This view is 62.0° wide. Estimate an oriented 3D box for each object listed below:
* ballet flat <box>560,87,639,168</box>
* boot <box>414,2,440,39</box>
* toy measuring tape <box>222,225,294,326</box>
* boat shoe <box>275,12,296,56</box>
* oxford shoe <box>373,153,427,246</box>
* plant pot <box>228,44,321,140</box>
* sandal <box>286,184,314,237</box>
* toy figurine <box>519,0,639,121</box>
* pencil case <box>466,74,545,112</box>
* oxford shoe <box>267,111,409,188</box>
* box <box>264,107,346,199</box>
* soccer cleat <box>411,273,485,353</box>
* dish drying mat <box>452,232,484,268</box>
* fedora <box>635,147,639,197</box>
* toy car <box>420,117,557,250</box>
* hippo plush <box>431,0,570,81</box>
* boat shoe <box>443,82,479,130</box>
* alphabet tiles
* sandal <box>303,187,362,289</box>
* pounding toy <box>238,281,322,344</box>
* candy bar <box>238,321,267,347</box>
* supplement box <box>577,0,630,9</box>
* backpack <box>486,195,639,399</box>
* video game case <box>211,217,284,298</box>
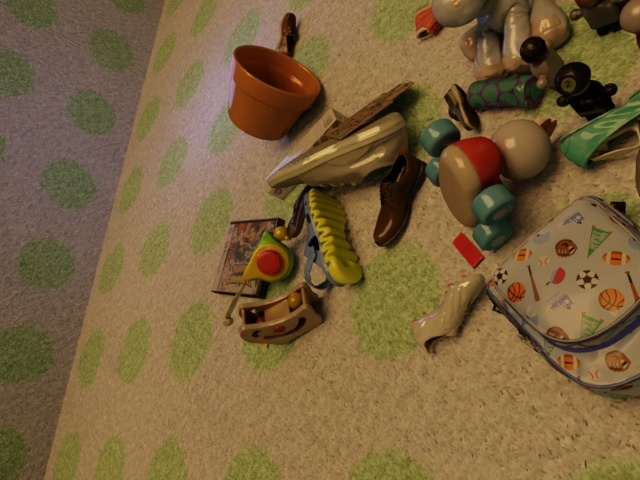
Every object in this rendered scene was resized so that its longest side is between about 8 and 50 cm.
[{"bbox_3d":[0.532,-0.203,0.892,0.247,0.083,0.087,-37,71,32],"label":"ballet flat"},{"bbox_3d":[0.303,-0.572,1.361,0.158,0.059,0.084,-10,67,57],"label":"boot"},{"bbox_3d":[-0.160,0.116,1.506,0.121,0.121,0.330,34,99,52],"label":"toy measuring tape"},{"bbox_3d":[-0.112,-0.744,1.937,0.060,0.064,0.177,3,80,45],"label":"boat shoe"},{"bbox_3d":[0.164,-0.097,1.246,0.083,0.096,0.227,17,86,50],"label":"oxford shoe"},{"bbox_3d":[-0.170,-0.457,1.701,0.203,0.291,0.290,-60,35,34],"label":"plant pot"},{"bbox_3d":[-0.036,-0.093,1.499,0.090,0.060,0.219,-43,26,49],"label":"sandal"},{"bbox_3d":[0.483,-0.346,0.952,0.213,0.148,0.209,-47,42,24],"label":"toy figurine"},{"bbox_3d":[0.384,-0.306,1.116,0.064,0.070,0.152,-41,30,-22],"label":"pencil case"},{"bbox_3d":[0.038,-0.194,1.384,0.449,0.130,0.169,-15,23,38],"label":"oxford shoe"},{"bbox_3d":[-0.044,-0.255,1.598,0.324,0.063,0.067,-44,42,27],"label":"box"},{"bbox_3d":[0.257,0.143,1.040,0.196,0.068,0.076,-51,45,30],"label":"soccer cleat"},{"bbox_3d":[0.302,0.020,1.092,0.032,0.008,0.083,-51,41,20],"label":"dish drying mat"},{"bbox_3d":[0.535,-0.094,0.741,0.124,0.244,0.275,112,145,-49],"label":"fedora"},{"bbox_3d":[0.352,-0.145,1.018,0.238,0.210,0.219,-29,59,1],"label":"toy car"},{"bbox_3d":[0.369,-0.495,1.091,0.294,0.237,0.234,-54,39,16],"label":"hippo plush"},{"bbox_3d":[0.316,-0.293,1.205,0.049,0.056,0.152,-42,34,35],"label":"boat shoe"},{"bbox_3d":[0.126,-0.334,1.369,0.237,0.009,0.198,-36,16,0],"label":"alphabet tiles"},{"bbox_3d":[0.000,0.000,1.372,0.138,0.126,0.317,-42,43,34],"label":"sandal"},{"bbox_3d":[-0.128,0.174,1.391,0.270,0.154,0.154,-33,49,29],"label":"pounding toy"},{"bbox_3d":[-0.194,0.268,1.542,0.161,0.018,0.040,12,77,52],"label":"candy bar"},{"bbox_3d":[0.554,-0.486,0.976,0.080,0.104,0.188,-60,38,7],"label":"supplement box"},{"bbox_3d":[0.409,0.087,0.784,0.276,0.213,0.263,-49,52,17],"label":"backpack"},{"bbox_3d":[-0.234,0.054,1.687,0.275,0.035,0.248,-2,70,49],"label":"video game case"}]
